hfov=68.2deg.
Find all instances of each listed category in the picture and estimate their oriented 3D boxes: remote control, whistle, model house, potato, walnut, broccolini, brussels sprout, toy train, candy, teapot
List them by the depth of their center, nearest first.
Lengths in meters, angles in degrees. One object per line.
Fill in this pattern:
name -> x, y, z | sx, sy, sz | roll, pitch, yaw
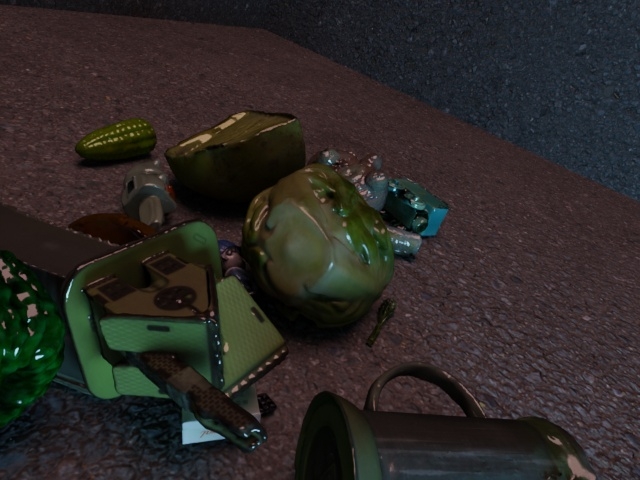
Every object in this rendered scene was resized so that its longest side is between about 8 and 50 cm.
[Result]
model house -> -0.116, 0.123, 0.548 | 0.279, 0.204, 0.218 | 21, 35, 33
teapot -> 0.150, 0.276, 0.575 | 0.337, 0.200, 0.270 | 11, 42, -16
remote control -> -0.110, 0.243, 0.671 | 0.096, 0.014, 0.039 | -7, 28, -37
walnut -> -0.318, 0.031, 0.796 | 0.245, 0.137, 0.137 | 22, 31, 5
brussels sprout -> 0.000, 0.000, 0.890 | 0.328, 0.247, 0.328 | 29, 18, -10
broccolini -> 0.114, 0.156, 0.921 | 0.035, 0.030, 0.140 | 20, 34, 20
whistle -> -0.360, -0.094, 0.994 | 0.106, 0.101, 0.253 | 4, 31, -28
potato -> -0.200, -0.169, 1.139 | 0.280, 0.212, 0.330 | -28, 27, -20
whistle -> 0.087, -0.029, 1.161 | 0.327, 0.067, 0.057 | 18, 3, 0
candy -> -0.507, -0.243, 1.169 | 0.097, 0.096, 0.209 | 30, 35, 19
toy train -> 0.243, -0.095, 1.309 | 0.163, 0.112, 0.203 | -1, 36, -39

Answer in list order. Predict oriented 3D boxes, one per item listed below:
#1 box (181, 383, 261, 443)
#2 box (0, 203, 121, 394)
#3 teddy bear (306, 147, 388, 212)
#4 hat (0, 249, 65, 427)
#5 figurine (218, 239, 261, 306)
box -> -0.144, 0.204, 0.664 | 0.100, 0.048, 0.152 | 0, 26, -16
box -> -0.369, 0.078, 0.643 | 0.274, 0.178, 0.138 | 18, 31, 1
teddy bear -> 0.065, -0.158, 1.265 | 0.236, 0.151, 0.267 | -30, 53, -11
hat -> -0.456, 0.072, 0.487 | 0.274, 0.242, 0.332 | -32, 74, -33
figurine -> -0.162, 0.065, 0.883 | 0.087, 0.086, 0.149 | -22, 56, -15
